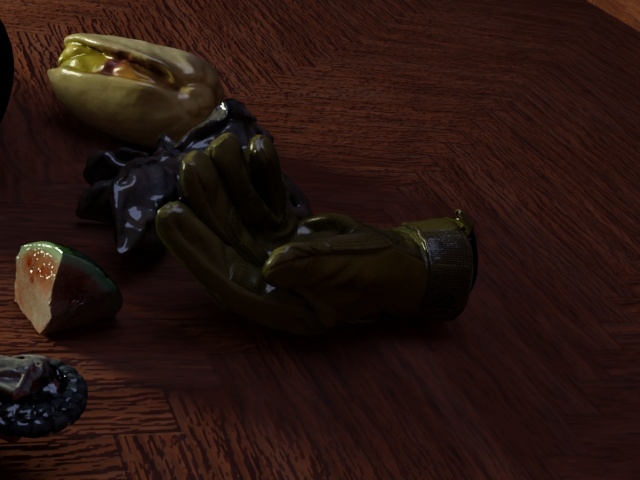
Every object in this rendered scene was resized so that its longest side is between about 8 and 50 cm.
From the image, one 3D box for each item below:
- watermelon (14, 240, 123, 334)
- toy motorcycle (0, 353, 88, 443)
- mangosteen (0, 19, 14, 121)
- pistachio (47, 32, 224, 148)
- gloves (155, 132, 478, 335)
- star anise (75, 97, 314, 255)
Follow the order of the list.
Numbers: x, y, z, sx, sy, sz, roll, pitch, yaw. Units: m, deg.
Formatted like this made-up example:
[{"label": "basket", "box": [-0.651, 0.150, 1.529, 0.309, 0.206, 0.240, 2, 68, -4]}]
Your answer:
[{"label": "watermelon", "box": [-0.208, 0.044, 0.896, 0.092, 0.072, 0.084, 46, -7, -36]}, {"label": "toy motorcycle", "box": [-0.278, 0.126, 0.641, 0.171, 0.089, 0.298, 25, 28, 20]}, {"label": "mangosteen", "box": [-0.404, -0.161, 1.015, 0.243, 0.243, 0.243, 13, 26, -7]}, {"label": "pistachio", "box": [-0.209, -0.166, 1.243, 0.201, 0.117, 0.145, 11, -13, 6]}, {"label": "gloves", "box": [-0.006, 0.010, 0.974, 0.331, 0.141, 0.154, 10, 51, -34]}, {"label": "star anise", "box": [-0.127, -0.061, 1.079, 0.258, 0.110, 0.198, -13, 38, -35]}]
